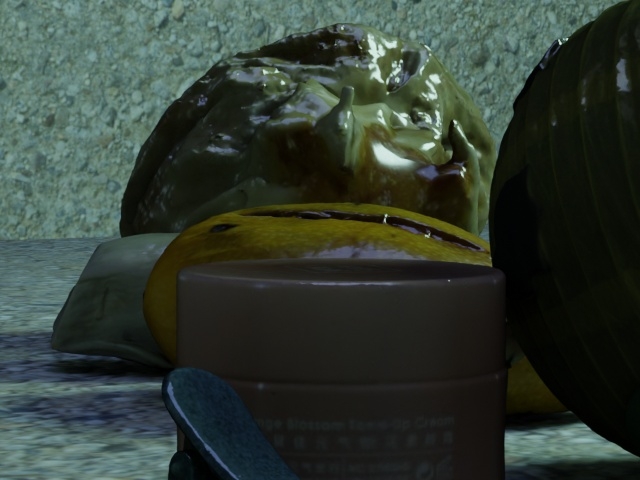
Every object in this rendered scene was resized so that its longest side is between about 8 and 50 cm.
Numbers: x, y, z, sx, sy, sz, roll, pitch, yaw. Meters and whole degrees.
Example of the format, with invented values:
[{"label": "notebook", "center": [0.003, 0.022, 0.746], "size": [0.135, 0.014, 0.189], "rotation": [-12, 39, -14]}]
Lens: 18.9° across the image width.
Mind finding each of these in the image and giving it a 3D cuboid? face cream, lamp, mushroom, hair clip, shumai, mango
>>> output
[{"label": "face cream", "center": [0.009, 0.064, 0.861], "size": [0.149, 0.104, 0.149], "rotation": [0, 4, 0]}, {"label": "lamp", "center": [0.182, 0.002, 0.930], "size": [0.284, 0.250, 0.250], "rotation": [-28, -15, 36]}, {"label": "mushroom", "center": [-0.077, 0.044, 1.316], "size": [0.247, 0.108, 0.096], "rotation": [-2, 36, 11]}, {"label": "hair clip", "center": [0.016, 0.105, 0.696], "size": [0.039, 0.070, 0.229], "rotation": [2, 9, -43]}, {"label": "shumai", "center": [0.000, 0.000, 1.468], "size": [0.314, 0.267, 0.262], "rotation": [-21, 27, 2]}, {"label": "mango", "center": [0.031, 0.039, 1.150], "size": [0.295, 0.120, 0.177], "rotation": [2, 6, 25]}]
